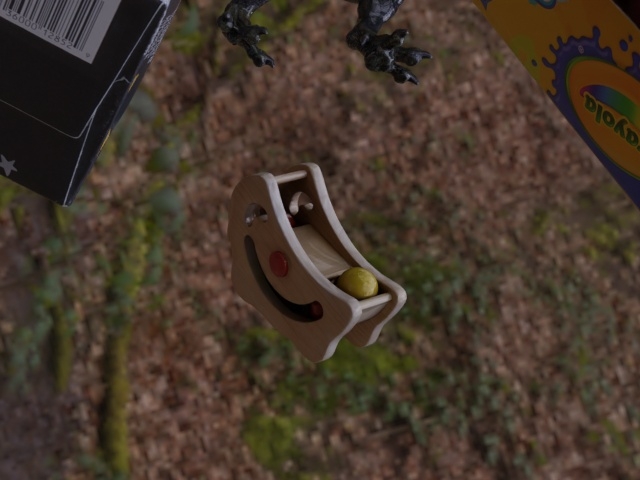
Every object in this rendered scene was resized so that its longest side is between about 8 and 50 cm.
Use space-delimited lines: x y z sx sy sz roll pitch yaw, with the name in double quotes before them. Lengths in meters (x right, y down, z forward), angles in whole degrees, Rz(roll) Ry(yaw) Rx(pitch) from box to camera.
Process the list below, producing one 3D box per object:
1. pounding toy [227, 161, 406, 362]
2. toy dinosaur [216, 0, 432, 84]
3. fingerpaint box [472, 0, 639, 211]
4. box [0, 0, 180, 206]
"pounding toy" 0.000 0.000 1.520 0.269 0.155 0.154 41 -49 35
"toy dinosaur" 0.004 -0.138 0.731 0.064 0.268 0.118 65 24 -47
"fingerpaint box" 0.215 -0.288 0.923 0.444 0.163 0.371 58 -27 27
"box" -0.186 -0.163 0.693 0.163 0.247 0.142 -54 -168 45
